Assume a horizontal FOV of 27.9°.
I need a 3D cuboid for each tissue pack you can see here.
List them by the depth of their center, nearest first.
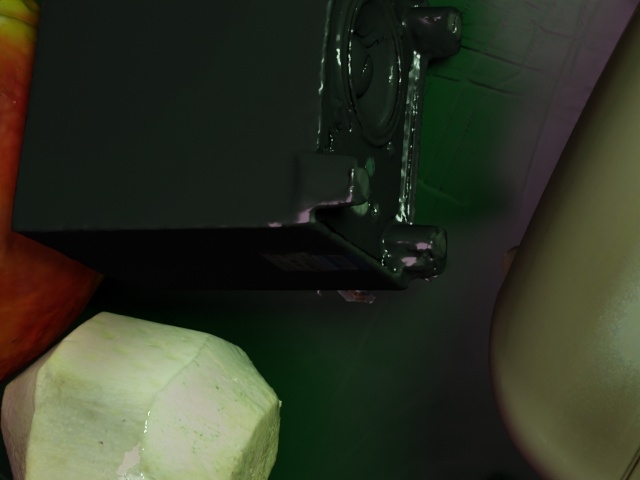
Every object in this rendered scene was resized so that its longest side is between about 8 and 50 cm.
[{"bbox_3d":[0.262,-0.009,0.758,0.277,0.267,0.387,27,114,13],"label":"tissue pack"}]

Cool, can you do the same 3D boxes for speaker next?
[{"bbox_3d":[-0.050,-0.094,0.894,0.254,0.184,0.232,-1,75,24],"label":"speaker"}]

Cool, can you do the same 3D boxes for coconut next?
[{"bbox_3d":[-0.156,0.170,1.037,0.237,0.197,0.237,7,111,18],"label":"coconut"}]

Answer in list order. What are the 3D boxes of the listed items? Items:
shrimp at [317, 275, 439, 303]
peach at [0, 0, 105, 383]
[{"bbox_3d":[0.000,-0.001,0.995,0.190,0.075,0.073,21,78,9],"label":"shrimp"},{"bbox_3d":[-0.330,-0.036,1.012,0.290,0.373,0.372,51,121,38],"label":"peach"}]
